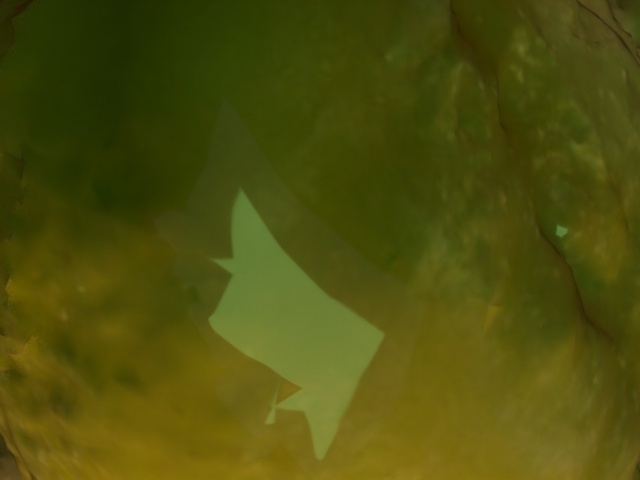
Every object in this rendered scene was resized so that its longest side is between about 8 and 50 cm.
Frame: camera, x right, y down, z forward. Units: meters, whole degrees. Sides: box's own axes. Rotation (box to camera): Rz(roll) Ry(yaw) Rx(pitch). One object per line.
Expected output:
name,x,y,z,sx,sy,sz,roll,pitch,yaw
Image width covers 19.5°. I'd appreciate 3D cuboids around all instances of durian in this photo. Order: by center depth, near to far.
durian,0.000,0.000,0.592,0.339,0.204,0.256,37,70,-37

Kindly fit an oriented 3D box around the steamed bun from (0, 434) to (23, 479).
steamed bun,-0.128,0.114,0.675,0.172,0.141,0.155,-21,127,3
